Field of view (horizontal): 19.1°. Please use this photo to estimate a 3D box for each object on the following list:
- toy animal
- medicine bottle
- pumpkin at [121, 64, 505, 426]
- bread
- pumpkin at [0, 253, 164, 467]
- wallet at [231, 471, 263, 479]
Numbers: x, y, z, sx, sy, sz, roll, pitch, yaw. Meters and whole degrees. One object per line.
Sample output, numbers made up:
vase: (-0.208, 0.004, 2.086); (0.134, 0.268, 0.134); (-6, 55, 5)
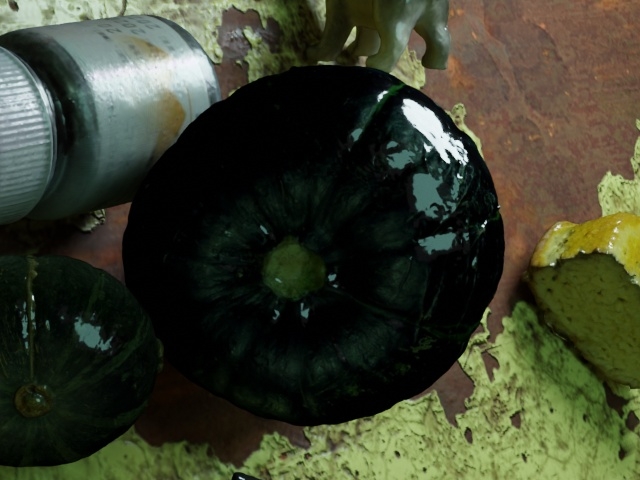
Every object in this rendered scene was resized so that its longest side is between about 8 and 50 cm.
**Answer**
toy animal: (0.046, -0.260, 1.982); (0.121, 0.233, 0.168); (-7, 118, -38)
medicine bottle: (-0.226, -0.100, 1.614); (0.273, 0.165, 0.165); (-17, 86, -50)
pumpkin: (0.000, 0.000, 1.588); (0.238, 0.315, 0.315); (-16, 85, -76)
bread: (0.347, 0.054, 2.178); (0.229, 0.143, 0.139); (46, 46, -26)
pumpkin: (-0.224, 0.096, 1.517); (0.190, 0.190, 0.146); (54, 25, -15)
wallet: (0.003, 0.307, 1.787); (0.244, 0.025, 0.124); (28, 54, -36)
